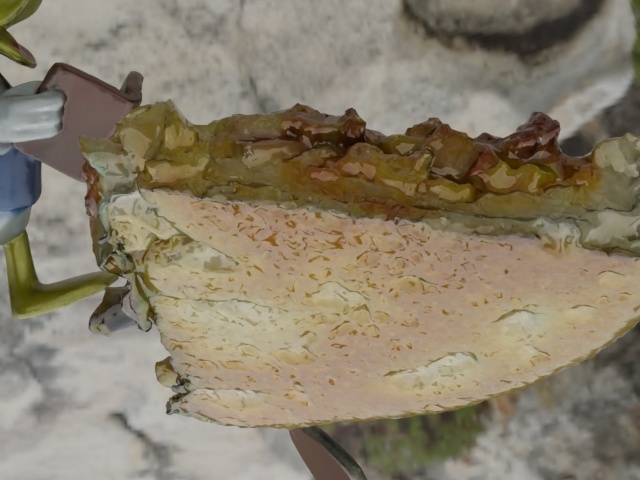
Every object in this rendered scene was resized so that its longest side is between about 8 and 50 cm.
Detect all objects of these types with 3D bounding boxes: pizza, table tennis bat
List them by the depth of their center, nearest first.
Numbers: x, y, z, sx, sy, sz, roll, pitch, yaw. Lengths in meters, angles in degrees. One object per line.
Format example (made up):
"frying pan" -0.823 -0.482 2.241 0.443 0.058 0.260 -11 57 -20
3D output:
"pizza" 0.000 0.000 0.594 0.229 0.081 0.289 26 146 -30
"table tennis bat" 0.042 0.198 1.036 0.022 0.246 0.138 -36 110 -13

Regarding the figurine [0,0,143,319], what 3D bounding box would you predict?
"figurine" -0.274 -0.104 1.168 0.204 0.338 0.283 -20 178 -45
